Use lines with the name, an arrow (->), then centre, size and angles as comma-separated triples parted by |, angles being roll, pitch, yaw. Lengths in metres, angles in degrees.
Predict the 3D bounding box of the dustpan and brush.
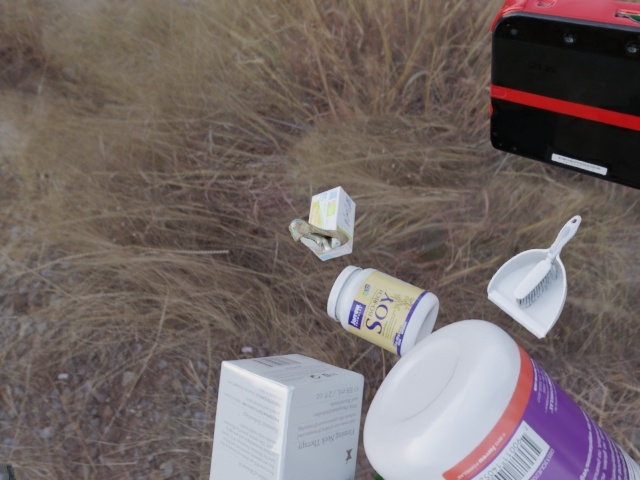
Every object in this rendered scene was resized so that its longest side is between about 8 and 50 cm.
dustpan and brush -> 0.406, 0.050, 0.959 | 0.211, 0.060, 0.147 | -51, 42, 6

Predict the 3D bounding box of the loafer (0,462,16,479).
loafer -> -0.303, 0.353, 0.515 | 0.096, 0.084, 0.268 | -39, 55, 30

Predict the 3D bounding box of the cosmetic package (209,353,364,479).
cosmetic package -> -0.102, 0.584, 1.628 | 0.327, 0.329, 0.394 | 5, 90, 44

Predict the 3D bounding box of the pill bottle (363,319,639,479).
pill bottle -> 0.208, 0.243, 0.525 | 0.323, 0.181, 0.181 | 44, 74, -8

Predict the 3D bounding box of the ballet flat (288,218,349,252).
ballet flat -> 0.000, 0.000, 1.476 | 0.206, 0.073, 0.067 | 14, 49, -35

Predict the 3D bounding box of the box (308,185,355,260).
box -> 0.035, -0.053, 1.695 | 0.114, 0.103, 0.203 | -18, 46, 28

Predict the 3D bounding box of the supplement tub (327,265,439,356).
supplement tub -> 0.216, 0.240, 1.839 | 0.331, 0.241, 0.241 | 22, 68, 25

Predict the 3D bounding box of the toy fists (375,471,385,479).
toy fists -> 0.184, 0.757, 1.610 | 0.279, 0.142, 0.096 | -32, 43, -24

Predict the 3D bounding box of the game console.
game console -> 0.482, -0.250, 0.931 | 0.386, 0.342, 0.060 | 26, 65, 32
